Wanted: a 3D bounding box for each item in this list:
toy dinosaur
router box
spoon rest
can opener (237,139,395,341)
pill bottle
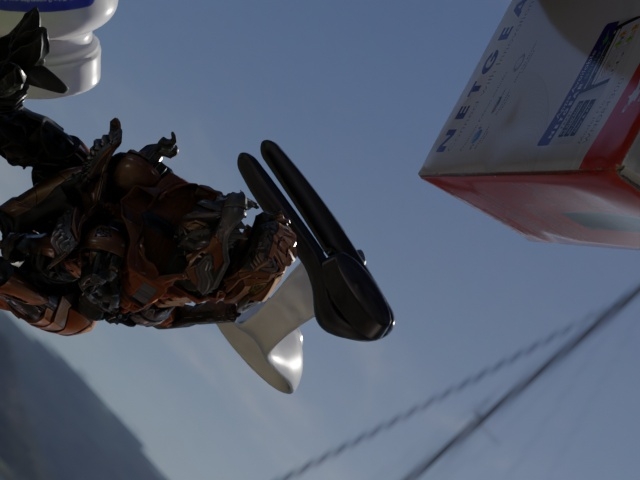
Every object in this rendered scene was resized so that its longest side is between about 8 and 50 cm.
[{"bbox_3d":[-0.172,0.001,1.143,0.218,0.322,0.164,46,32,-38],"label":"toy dinosaur"},{"bbox_3d":[0.200,-0.156,0.919,0.082,0.335,0.301,30,-6,-12],"label":"router box"},{"bbox_3d":[-0.056,0.092,1.906,0.137,0.084,0.276,49,-23,3],"label":"spoon rest"},{"bbox_3d":[0.000,0.000,1.423,0.186,0.059,0.073,57,-42,13],"label":"can opener"},{"bbox_3d":[-0.262,-0.275,1.674,0.152,0.152,0.272,33,-51,48],"label":"pill bottle"}]
